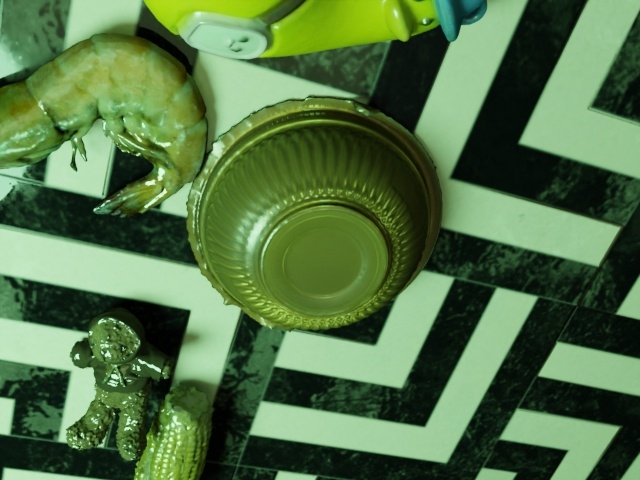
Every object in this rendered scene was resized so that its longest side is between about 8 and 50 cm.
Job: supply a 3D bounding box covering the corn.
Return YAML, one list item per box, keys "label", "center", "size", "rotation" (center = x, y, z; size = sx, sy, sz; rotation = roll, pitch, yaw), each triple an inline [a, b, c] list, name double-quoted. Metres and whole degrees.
- label: "corn"
  center: [-0.192, 0.303, 0.782]
  size: [0.086, 0.086, 0.288]
  rotation: [14, 114, -15]

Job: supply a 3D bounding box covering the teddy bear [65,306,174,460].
- label: "teddy bear"
  center: [-0.216, 0.149, 0.706]
  size: [0.119, 0.078, 0.161]
  rotation: [9, 101, 12]

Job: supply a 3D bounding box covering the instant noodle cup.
- label: "instant noodle cup"
  center: [0.000, 0.000, 0.641]
  size: [0.273, 0.091, 0.274]
  rotation: [-3, 119, -5]

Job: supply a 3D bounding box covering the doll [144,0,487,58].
- label: "doll"
  center: [-0.027, -0.214, 0.508]
  size: [0.362, 0.145, 0.199]
  rotation: [4, 158, -20]

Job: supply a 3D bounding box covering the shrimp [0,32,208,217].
- label: "shrimp"
  center: [-0.242, -0.072, 0.591]
  size: [0.295, 0.058, 0.169]
  rotation: [-24, 122, 1]
